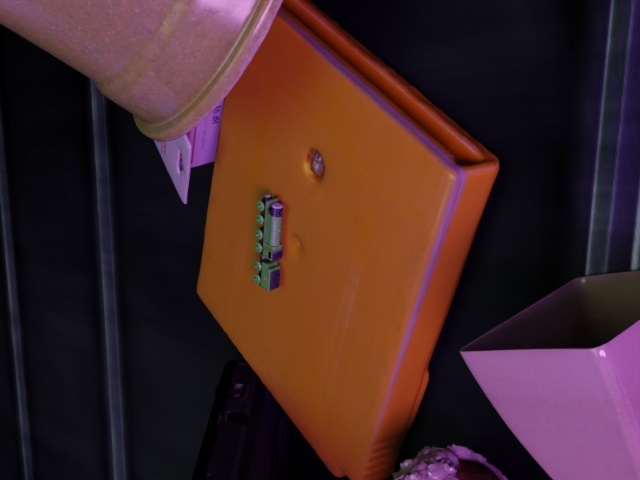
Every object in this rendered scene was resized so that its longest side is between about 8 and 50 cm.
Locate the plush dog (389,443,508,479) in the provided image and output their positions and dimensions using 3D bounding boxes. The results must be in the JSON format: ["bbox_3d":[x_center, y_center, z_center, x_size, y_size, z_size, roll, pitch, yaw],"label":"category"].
[{"bbox_3d":[0.024,0.291,0.744,0.211,0.226,0.262,-20,84,57],"label":"plush dog"}]

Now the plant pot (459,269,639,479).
[{"bbox_3d":[0.162,0.080,0.585,0.109,0.109,0.096,-11,102,57],"label":"plant pot"}]

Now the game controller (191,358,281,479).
[{"bbox_3d":[-0.075,0.231,0.888,0.319,0.067,0.166,-81,-5,-69],"label":"game controller"}]

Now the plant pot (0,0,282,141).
[{"bbox_3d":[-0.176,-0.245,0.761,0.276,0.254,0.276,-39,39,42],"label":"plant pot"}]

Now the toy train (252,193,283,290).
[{"bbox_3d":[-0.041,0.003,0.861,0.024,0.017,0.083,28,125,39],"label":"toy train"}]

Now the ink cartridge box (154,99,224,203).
[{"bbox_3d":[-0.129,-0.136,0.976,0.180,0.060,0.104,63,159,22],"label":"ink cartridge box"}]

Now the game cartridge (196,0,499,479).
[{"bbox_3d":[0.000,0.000,0.859,0.285,0.053,0.323,48,139,38],"label":"game cartridge"}]
